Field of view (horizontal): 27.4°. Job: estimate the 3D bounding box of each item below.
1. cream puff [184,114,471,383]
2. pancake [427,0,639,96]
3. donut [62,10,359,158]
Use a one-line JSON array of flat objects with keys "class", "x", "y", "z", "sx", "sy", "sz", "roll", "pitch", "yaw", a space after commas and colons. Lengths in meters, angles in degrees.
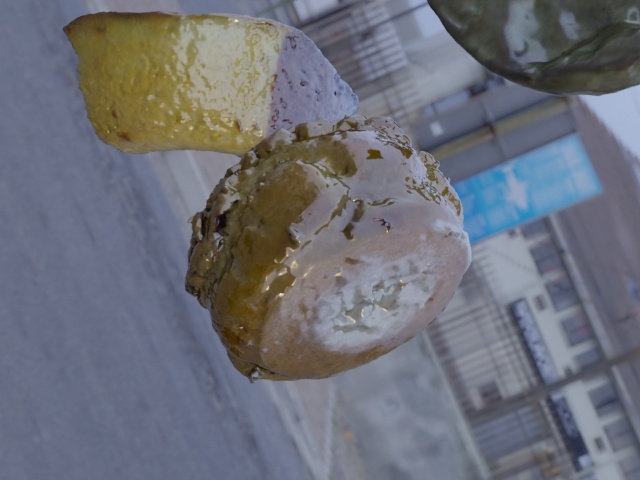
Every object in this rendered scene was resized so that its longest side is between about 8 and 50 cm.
[{"class": "cream puff", "x": 0.000, "y": 0.000, "z": 0.726, "sx": 0.115, "sy": 0.165, "sz": 0.150, "roll": 53, "pitch": -51, "yaw": 39}, {"class": "pancake", "x": 0.173, "y": -0.191, "z": 0.825, "sx": 0.050, "sy": 0.242, "sz": 0.242, "roll": 49, "pitch": 16, "yaw": -52}, {"class": "donut", "x": -0.061, "y": -0.111, "z": 1.122, "sx": 0.295, "sy": 0.151, "sz": 0.112, "roll": 14, "pitch": 75, "yaw": -38}]
